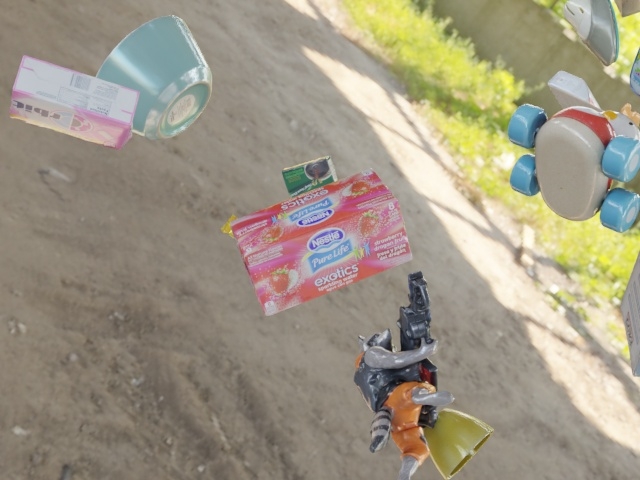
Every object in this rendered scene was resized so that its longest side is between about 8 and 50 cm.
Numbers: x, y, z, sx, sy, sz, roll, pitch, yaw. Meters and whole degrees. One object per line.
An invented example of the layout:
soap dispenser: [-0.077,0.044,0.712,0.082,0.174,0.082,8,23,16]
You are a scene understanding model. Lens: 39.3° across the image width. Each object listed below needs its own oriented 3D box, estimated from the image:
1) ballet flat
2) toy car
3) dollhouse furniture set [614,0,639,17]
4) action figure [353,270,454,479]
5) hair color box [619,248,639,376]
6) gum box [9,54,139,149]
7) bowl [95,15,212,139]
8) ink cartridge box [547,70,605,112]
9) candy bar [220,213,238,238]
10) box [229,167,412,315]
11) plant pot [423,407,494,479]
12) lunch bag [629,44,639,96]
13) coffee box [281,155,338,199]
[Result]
ballet flat: [0.359,-0.332,1.223,0.072,0.068,0.213,86,3,-72]
toy car: [0.481,-0.171,1.548,0.219,0.210,0.238,26,55,36]
dollhouse furniture set: [0.578,-0.476,1.407,0.161,0.242,0.212,58,18,-57]
action figure: [0.132,0.238,1.584,0.178,0.342,0.330,-9,22,-8]
hair color box: [0.692,0.091,1.753,0.113,0.375,0.185,2,48,4]
gum box: [-0.377,-0.208,1.387,0.188,0.107,0.062,16,69,-17]
bowl: [-0.378,-0.362,2.140,0.163,0.312,0.311,42,21,12]
ink cartridge box: [0.658,-0.291,2.109,0.189,0.066,0.232,45,-3,-38]
candy bar: [-0.105,0.014,1.608,0.161,0.040,0.018,37,23,-17]
box: [0.000,0.000,1.427,0.128,0.256,0.123,-121,-168,-59]
plant pot: [0.252,0.379,1.721,0.095,0.134,0.134,43,21,20]
lunch bag: [0.791,-0.367,1.965,0.090,0.176,0.219,-12,42,-21]
coffee box: [-0.004,-0.086,1.993,0.040,0.113,0.184,-58,131,-70]
